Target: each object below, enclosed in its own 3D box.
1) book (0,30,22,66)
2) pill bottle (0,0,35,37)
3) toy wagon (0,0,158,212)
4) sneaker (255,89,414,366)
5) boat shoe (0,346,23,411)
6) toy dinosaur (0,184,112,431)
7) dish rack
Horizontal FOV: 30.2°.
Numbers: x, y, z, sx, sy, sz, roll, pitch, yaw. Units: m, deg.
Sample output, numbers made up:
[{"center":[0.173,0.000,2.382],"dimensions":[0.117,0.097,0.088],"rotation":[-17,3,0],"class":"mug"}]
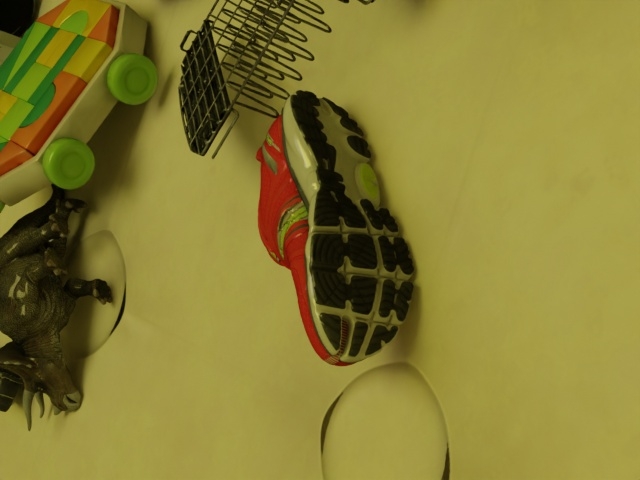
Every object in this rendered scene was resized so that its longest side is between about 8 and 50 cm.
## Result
[{"center":[-0.444,-0.227,1.565],"dimensions":[0.144,0.096,0.035],"rotation":[-28,59,38],"class":"book"},{"center":[-0.492,-0.329,1.627],"dimensions":[0.219,0.123,0.123],"rotation":[16,90,49],"class":"pill bottle"},{"center":[-0.336,-0.135,1.384],"dimensions":[0.267,0.068,0.344],"rotation":[25,77,50],"class":"toy wagon"},{"center":[0.000,0.000,1.047],"dimensions":[0.118,0.107,0.279],"rotation":[-47,39,39],"class":"sneaker"},{"center":[-0.444,0.163,1.462],"dimensions":[0.233,0.084,0.079],"rotation":[1,79,44],"class":"boat shoe"},{"center":[-0.334,0.039,1.358],"dimensions":[0.160,0.121,0.313],"rotation":[-33,60,20],"class":"toy dinosaur"},{"center":[-0.051,-0.210,1.139],"dimensions":[0.271,0.074,0.208],"rotation":[-55,29,26],"class":"dish rack"}]
